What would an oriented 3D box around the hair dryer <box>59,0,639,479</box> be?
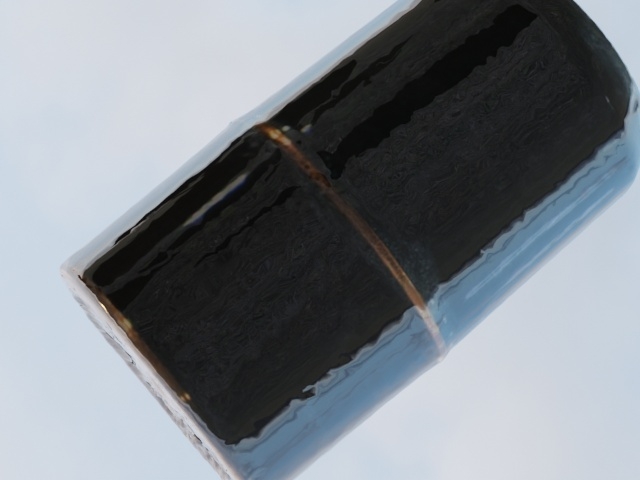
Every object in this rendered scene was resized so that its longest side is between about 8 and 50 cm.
[{"bbox_3d":[0.000,0.000,0.752,0.189,0.352,0.107,-39,-88,-9],"label":"hair dryer"}]
